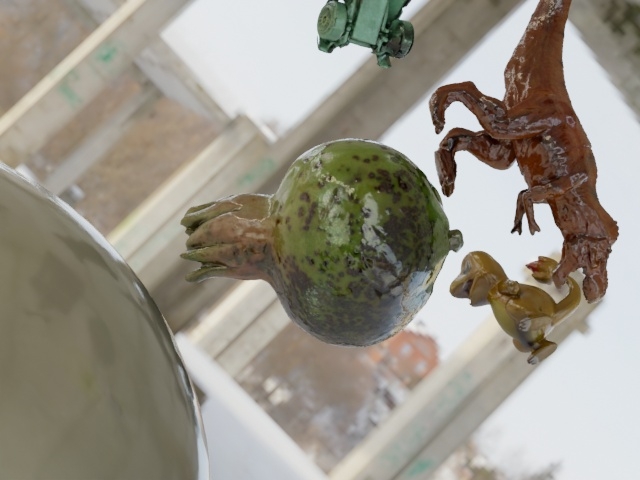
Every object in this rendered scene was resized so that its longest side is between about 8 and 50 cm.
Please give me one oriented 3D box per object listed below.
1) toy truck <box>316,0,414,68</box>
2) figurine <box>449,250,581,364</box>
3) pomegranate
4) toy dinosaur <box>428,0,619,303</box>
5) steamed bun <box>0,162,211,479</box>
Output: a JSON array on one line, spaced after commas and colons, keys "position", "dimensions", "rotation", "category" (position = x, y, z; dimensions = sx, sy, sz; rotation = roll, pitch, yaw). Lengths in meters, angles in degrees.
[{"position": [0.039, -0.219, 1.161], "dimensions": [0.080, 0.154, 0.078], "rotation": [10, 8, -29], "category": "toy truck"}, {"position": [0.252, 0.062, 1.888], "dimensions": [0.176, 0.122, 0.121], "rotation": [38, -20, 39], "category": "figurine"}, {"position": [0.003, -0.005, 1.571], "dimensions": [0.276, 0.204, 0.222], "rotation": [11, -69, 29], "category": "pomegranate"}, {"position": [0.214, -0.140, 1.609], "dimensions": [0.097, 0.208, 0.432], "rotation": [121, -37, -79], "category": "toy dinosaur"}, {"position": [-0.205, 0.112, 0.652], "dimensions": [0.334, 0.334, 0.374], "rotation": [46, 8, -5], "category": "steamed bun"}]
